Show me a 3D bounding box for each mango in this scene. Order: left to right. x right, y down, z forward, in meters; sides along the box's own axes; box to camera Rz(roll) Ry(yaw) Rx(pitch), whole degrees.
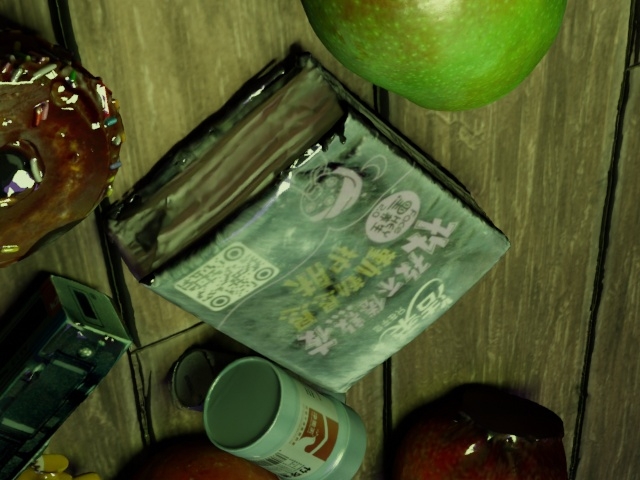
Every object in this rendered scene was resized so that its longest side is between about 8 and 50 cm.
[{"bbox_3d":[0.096,-0.217,1.484,0.225,0.201,0.382,-53,157,-11],"label":"mango"}]

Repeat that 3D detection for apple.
[{"bbox_3d":[-0.128,0.305,1.931,0.181,0.181,0.168,-45,143,15],"label":"apple"}]

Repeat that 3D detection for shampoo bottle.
[{"bbox_3d":[-0.059,0.158,1.905,0.214,0.072,0.072,14,123,-46],"label":"shampoo bottle"}]

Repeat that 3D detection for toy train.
[{"bbox_3d":[-0.340,0.201,1.722,0.086,0.089,0.409,23,117,-44],"label":"toy train"}]

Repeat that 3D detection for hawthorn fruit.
[{"bbox_3d":[0.180,0.296,2.148,0.215,0.215,0.250,-12,146,-27],"label":"hawthorn fruit"}]

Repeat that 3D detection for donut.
[{"bbox_3d":[-0.270,-0.074,1.450,0.230,0.096,0.216,-47,145,18],"label":"donut"}]

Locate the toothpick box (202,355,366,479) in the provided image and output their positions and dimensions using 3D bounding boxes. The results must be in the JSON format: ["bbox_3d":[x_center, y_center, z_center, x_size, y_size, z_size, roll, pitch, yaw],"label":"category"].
[{"bbox_3d":[-0.035,0.189,1.821,0.101,0.101,0.153,-42,140,12],"label":"toothpick box"}]

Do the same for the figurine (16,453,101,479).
[{"bbox_3d":[-0.301,0.284,1.861,0.176,0.121,0.122,-33,174,22],"label":"figurine"}]

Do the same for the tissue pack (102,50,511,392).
[{"bbox_3d":[0.000,0.000,1.729,0.259,0.122,0.361,-40,146,12],"label":"tissue pack"}]
